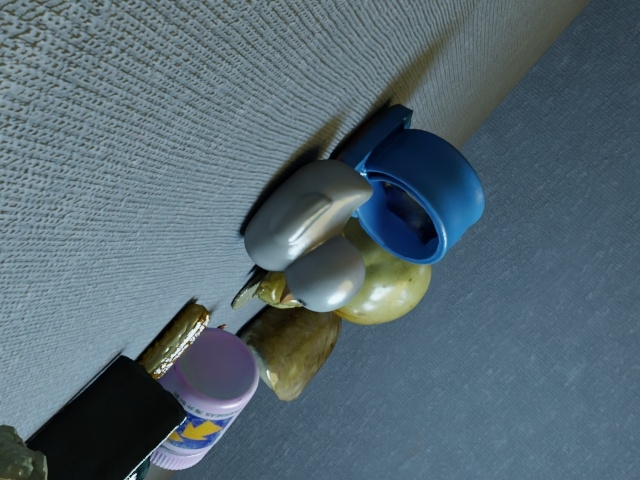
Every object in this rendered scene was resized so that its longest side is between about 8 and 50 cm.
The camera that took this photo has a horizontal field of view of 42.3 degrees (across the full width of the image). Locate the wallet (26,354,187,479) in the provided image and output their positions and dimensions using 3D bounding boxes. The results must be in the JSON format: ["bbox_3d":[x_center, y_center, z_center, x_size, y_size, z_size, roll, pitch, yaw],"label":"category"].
[{"bbox_3d":[-0.345,0.314,1.238,0.285,0.146,0.030,-45,-175,-22],"label":"wallet"}]

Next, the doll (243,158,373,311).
[{"bbox_3d":[0.000,0.000,1.356,0.251,0.221,0.221,-50,172,8],"label":"doll"}]

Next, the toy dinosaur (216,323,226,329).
[{"bbox_3d":[-0.249,0.242,1.739,0.101,0.055,0.279,-21,155,-49],"label":"toy dinosaur"}]

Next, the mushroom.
[{"bbox_3d":[-0.072,0.273,2.263,0.313,0.224,0.397,-45,171,-3],"label":"mushroom"}]

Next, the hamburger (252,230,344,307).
[{"bbox_3d":[-0.032,0.051,1.731,0.262,0.131,0.124,-49,170,-32],"label":"hamburger"}]

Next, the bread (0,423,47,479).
[{"bbox_3d":[-0.389,0.293,0.797,0.192,0.171,0.314,-51,172,-5],"label":"bread"}]

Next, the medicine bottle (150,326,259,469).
[{"bbox_3d":[-0.253,0.319,1.646,0.178,0.178,0.290,-40,168,-47],"label":"medicine bottle"}]

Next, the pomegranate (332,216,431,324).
[{"bbox_3d":[0.125,0.051,2.024,0.319,0.319,0.319,-47,172,-8],"label":"pomegranate"}]

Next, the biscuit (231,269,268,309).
[{"bbox_3d":[-0.147,0.104,1.770,0.120,0.015,0.120,-47,172,-9],"label":"biscuit"}]

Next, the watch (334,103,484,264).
[{"bbox_3d":[0.152,-0.073,1.591,0.241,0.274,0.305,-45,167,-24],"label":"watch"}]

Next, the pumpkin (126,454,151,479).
[{"bbox_3d":[-0.361,0.356,1.333,0.194,0.150,0.194,-44,170,-10],"label":"pumpkin"}]

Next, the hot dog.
[{"bbox_3d":[-0.255,0.177,1.428,0.165,0.045,0.071,-48,174,-1],"label":"hot dog"}]
